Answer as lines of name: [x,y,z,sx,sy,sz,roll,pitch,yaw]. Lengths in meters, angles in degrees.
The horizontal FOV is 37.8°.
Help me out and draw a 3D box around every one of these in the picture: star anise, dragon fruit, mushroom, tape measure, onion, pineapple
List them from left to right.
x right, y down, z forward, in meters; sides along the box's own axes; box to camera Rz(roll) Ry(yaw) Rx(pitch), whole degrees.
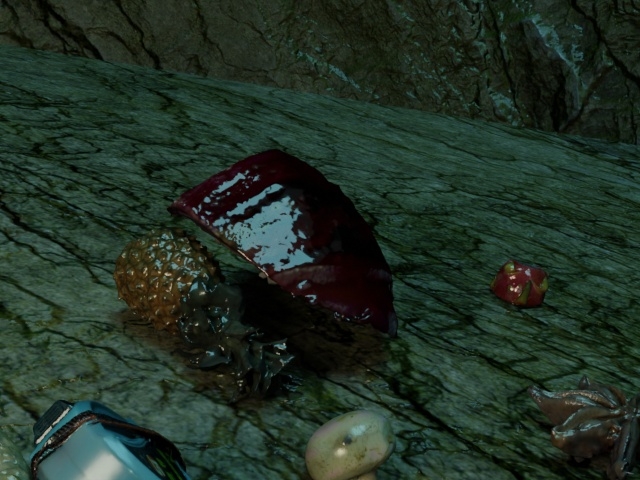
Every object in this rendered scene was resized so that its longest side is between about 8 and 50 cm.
tape measure: [-0.141,0.175,0.679,0.125,0.081,0.146,38,-8,39]
pineapple: [-0.124,0.084,0.998,0.125,0.125,0.251,-7,37,-45]
onion: [0.000,0.000,1.122,0.280,0.146,0.314,32,0,18]
mushroom: [0.028,0.188,0.829,0.083,0.067,0.083,-18,-2,-1]
dragon fruit: [0.297,0.063,1.380,0.083,0.056,0.060,16,18,4]
star anise: [0.316,0.198,1.000,0.208,0.063,0.171,-6,22,-36]

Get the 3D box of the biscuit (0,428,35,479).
biscuit: [-0.290,0.201,0.563,0.179,0.084,0.281,31,28,33]
